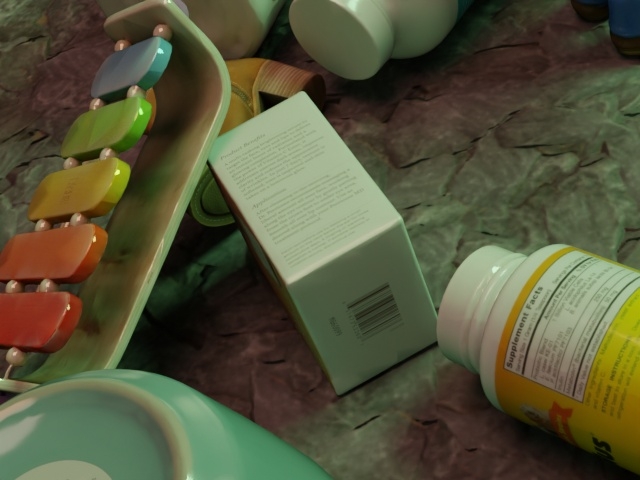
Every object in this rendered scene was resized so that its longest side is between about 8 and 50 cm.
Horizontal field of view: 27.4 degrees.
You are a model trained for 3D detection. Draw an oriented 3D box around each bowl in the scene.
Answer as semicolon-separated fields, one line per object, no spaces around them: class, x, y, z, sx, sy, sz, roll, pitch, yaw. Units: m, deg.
bowl;-0.133;0.200;0.793;0.311;0.163;0.312;-11;45;11

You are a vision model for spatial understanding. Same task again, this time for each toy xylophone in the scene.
toy xylophone;-0.178;-0.016;0.970;0.236;0.081;0.323;-16;51;54

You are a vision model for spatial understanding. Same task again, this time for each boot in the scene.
boot;-0.102;-0.088;1.116;0.152;0.073;0.197;12;42;28

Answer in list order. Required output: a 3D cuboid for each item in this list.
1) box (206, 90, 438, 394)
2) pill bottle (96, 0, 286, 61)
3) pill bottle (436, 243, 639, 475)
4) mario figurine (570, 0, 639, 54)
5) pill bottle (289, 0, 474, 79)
box;0.000;0.000;0.948;0.091;0.130;0.170;-29;44;-5
pill bottle;-0.076;-0.326;1.250;0.176;0.176;0.319;6;51;26
pill bottle;0.182;0.075;0.816;0.215;0.117;0.117;23;60;36
mario figurine;0.250;-0.306;0.999;0.198;0.320;0.170;16;57;32
pill bottle;0.083;-0.260;1.147;0.146;0.146;0.264;18;57;33
